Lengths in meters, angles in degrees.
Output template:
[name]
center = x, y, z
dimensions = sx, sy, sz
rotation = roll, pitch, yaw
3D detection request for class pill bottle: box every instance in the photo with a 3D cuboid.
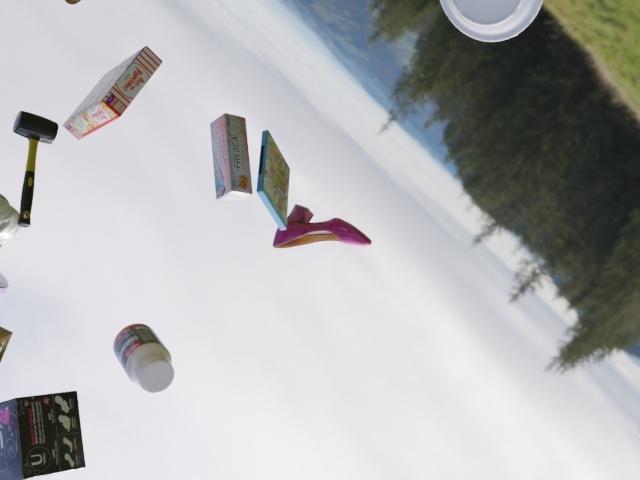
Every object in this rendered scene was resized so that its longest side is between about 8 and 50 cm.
[pill bottle]
center = -0.400, 0.271, 1.842
dimensions = 0.108, 0.108, 0.180
rotation = 35, 179, -34

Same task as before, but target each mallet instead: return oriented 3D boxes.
[mallet]
center = -0.420, -0.104, 1.195
dimensions = 0.062, 0.039, 0.190
rotation = 9, -119, -38

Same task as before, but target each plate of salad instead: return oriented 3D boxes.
[plate of salad]
center = 0.281, -0.429, 1.323
dimensions = 0.200, 0.200, 0.048
rotation = 47, -135, 15

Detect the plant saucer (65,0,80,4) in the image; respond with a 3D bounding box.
[plant saucer]
center = -0.498, -0.524, 1.656
dimensions = 0.083, 0.083, 0.015
rotation = 49, -158, 25

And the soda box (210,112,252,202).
[soda box]
center = -0.193, -0.178, 1.740
dimensions = 0.058, 0.063, 0.183
rotation = 8, -112, -40

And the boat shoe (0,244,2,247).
[boat shoe]
center = -0.906, -0.071, 1.988
dimensions = 0.103, 0.113, 0.302
rotation = -34, -92, -34

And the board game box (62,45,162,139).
[board game box]
center = -0.390, -0.273, 1.505
dimensions = 0.045, 0.147, 0.193
rotation = 43, 151, -25

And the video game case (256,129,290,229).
[video game case]
center = -0.091, -0.119, 1.583
dimensions = 0.119, 0.015, 0.166
rotation = 60, -156, -46

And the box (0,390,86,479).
[box]
center = -0.610, 0.404, 1.637
dimensions = 0.142, 0.247, 0.164
rotation = 3, -107, -49

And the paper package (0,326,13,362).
[paper package]
center = -0.892, 0.223, 1.719
dimensions = 0.325, 0.309, 0.168
rotation = 47, -136, -52

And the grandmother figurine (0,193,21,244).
[grandmother figurine]
center = -0.617, -0.097, 1.377
dimensions = 0.342, 0.104, 0.207
rotation = 34, -170, 35

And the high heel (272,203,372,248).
[high heel]
center = 0.000, 0.000, 1.838
dimensions = 0.244, 0.117, 0.082
rotation = 23, 167, 31

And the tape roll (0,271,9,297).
[tape roll]
center = -0.437, 0.030, 0.860
dimensions = 0.189, 0.080, 0.189
rotation = 35, 176, 3
